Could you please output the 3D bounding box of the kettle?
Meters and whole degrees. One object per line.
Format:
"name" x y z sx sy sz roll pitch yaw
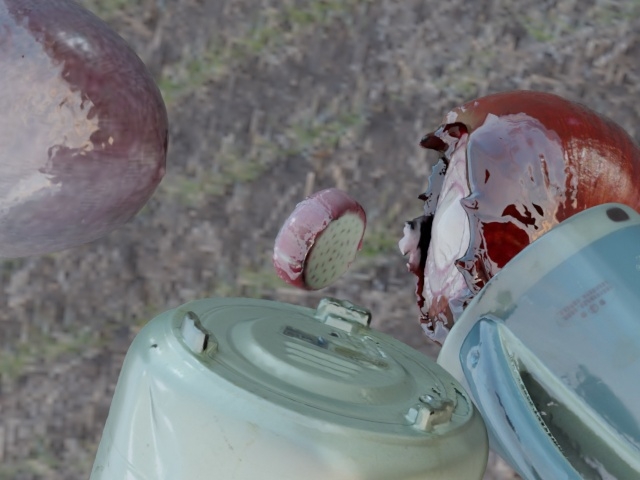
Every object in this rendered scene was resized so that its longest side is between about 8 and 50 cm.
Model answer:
"kettle" 0.273 0.174 1.418 0.342 0.319 0.247 49 127 25

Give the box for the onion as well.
"onion" 0.258 -0.007 1.960 0.341 0.341 0.341 -12 75 49

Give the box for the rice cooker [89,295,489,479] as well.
"rice cooker" -0.030 0.163 0.927 0.226 0.226 0.244 30 111 49

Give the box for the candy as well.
"candy" 0.000 0.000 1.544 0.043 0.103 0.103 35 112 29

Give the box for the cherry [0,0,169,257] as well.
"cherry" -0.234 -0.092 1.208 0.266 0.183 0.213 24 123 11
